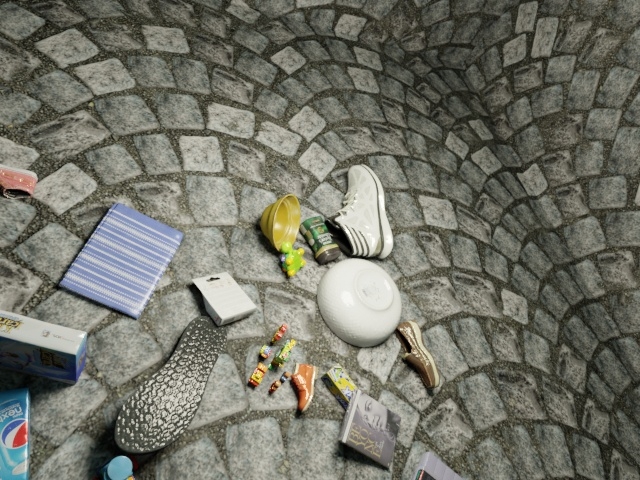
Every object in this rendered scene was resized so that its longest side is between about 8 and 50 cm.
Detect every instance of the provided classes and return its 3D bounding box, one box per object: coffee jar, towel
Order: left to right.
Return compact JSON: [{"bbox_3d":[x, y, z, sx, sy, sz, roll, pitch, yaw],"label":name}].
[{"bbox_3d":[-0.604,0.053,1.380,0.243,0.040,0.335,27,52,-13],"label":"towel"},{"bbox_3d":[0.000,0.000,1.721,0.096,0.079,0.184,-17,69,-37],"label":"coffee jar"}]

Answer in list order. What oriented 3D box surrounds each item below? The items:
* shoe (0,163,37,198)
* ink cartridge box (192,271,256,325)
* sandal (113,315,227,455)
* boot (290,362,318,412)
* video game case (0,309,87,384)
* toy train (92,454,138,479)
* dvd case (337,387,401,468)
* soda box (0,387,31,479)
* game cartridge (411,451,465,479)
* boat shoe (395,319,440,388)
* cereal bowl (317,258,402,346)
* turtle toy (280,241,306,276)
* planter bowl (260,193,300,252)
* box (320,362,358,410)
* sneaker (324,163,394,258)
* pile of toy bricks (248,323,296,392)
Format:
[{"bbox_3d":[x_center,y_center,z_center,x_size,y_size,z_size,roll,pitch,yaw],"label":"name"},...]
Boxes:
[{"bbox_3d":[-0.949,-0.178,1.315,0.178,0.063,0.081,9,50,-29],"label":"shoe"},{"bbox_3d":[-0.317,0.186,1.433,0.179,0.045,0.146,42,31,27],"label":"ink cartridge box"},{"bbox_3d":[-0.395,0.402,1.228,0.168,0.107,0.445,34,36,-3],"label":"sandal"},{"bbox_3d":[-0.061,0.460,1.395,0.085,0.059,0.157,22,43,-11],"label":"boot"},{"bbox_3d":[-0.688,0.251,1.037,0.245,0.269,0.061,19,53,-17],"label":"video game case"},{"bbox_3d":[-0.426,0.615,1.023,0.105,0.143,0.248,-28,75,-39],"label":"toy train"},{"bbox_3d":[0.161,0.593,1.401,0.221,0.018,0.164,38,55,-22],"label":"dvd case"},{"bbox_3d":[-0.709,0.456,1.018,0.067,0.071,0.210,-2,60,-30],"label":"soda box"},{"bbox_3d":[0.347,0.867,1.348,0.230,0.068,0.355,42,49,-4],"label":"game cartridge"},{"bbox_3d":[0.346,0.425,1.633,0.095,0.095,0.257,-9,57,-18],"label":"boat shoe"},{"bbox_3d":[0.165,0.209,1.634,0.339,0.141,0.338,15,54,-21],"label":"cereal bowl"},{"bbox_3d":[-0.108,0.063,1.606,0.066,0.130,0.095,11,34,32],"label":"turtle toy"},{"bbox_3d":[-0.160,-0.069,1.639,0.091,0.217,0.217,9,45,22],"label":"planter bowl"},{"bbox_3d":[0.081,0.493,1.450,0.059,0.054,0.169,-30,77,-40],"label":"box"},{"bbox_3d":[0.132,-0.139,1.829,0.258,0.169,0.447,3,61,-30],"label":"sneaker"},{"bbox_3d":[-0.127,0.364,1.386,0.118,0.105,0.212,35,49,-5],"label":"pile of toy bricks"}]
